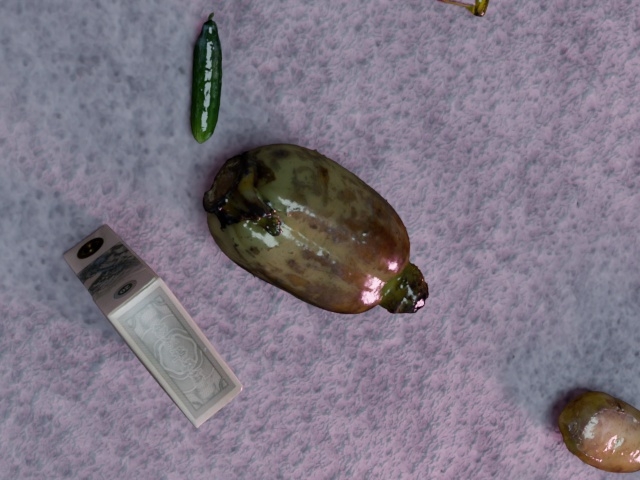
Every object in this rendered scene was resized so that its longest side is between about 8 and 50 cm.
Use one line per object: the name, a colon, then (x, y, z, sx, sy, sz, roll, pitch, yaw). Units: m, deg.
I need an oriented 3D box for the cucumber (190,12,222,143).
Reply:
cucumber: (-0.133, -0.192, 1.384, 0.037, 0.037, 0.155, 0, 106, -21)

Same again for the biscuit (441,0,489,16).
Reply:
biscuit: (0.083, -0.329, 1.438, 0.292, 0.026, 0.048, 11, 104, -23)

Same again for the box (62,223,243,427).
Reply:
box: (-0.193, 0.088, 1.312, 0.069, 0.256, 0.164, -38, 114, -10)

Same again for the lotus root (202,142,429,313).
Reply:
lotus root: (0.000, 0.000, 1.425, 0.309, 0.173, 0.173, 32, 91, -25)

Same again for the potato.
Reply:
potato: (0.415, 0.279, 1.699, 0.170, 0.080, 0.107, 21, 103, -22)
